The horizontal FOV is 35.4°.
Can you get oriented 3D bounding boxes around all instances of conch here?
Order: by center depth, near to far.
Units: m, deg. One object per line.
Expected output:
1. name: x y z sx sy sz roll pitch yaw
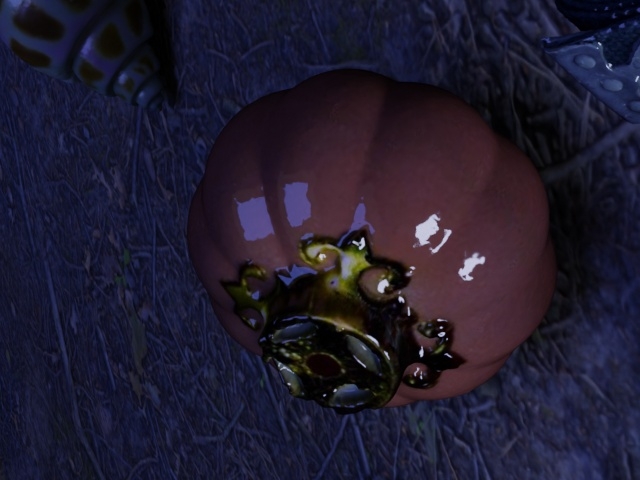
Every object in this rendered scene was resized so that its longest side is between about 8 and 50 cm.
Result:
1. conch: -0.327 -0.331 1.314 0.249 0.197 0.368 -81 -22 -82

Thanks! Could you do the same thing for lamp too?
1. lamp: 0.034 0.017 0.807 0.305 0.240 0.305 12 134 12

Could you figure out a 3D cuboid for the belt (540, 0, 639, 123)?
1. belt: 0.257 -0.150 0.589 0.218 0.128 0.122 -10 55 54
